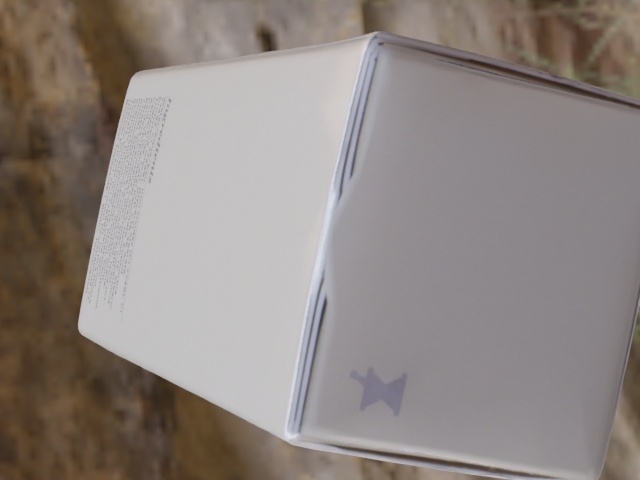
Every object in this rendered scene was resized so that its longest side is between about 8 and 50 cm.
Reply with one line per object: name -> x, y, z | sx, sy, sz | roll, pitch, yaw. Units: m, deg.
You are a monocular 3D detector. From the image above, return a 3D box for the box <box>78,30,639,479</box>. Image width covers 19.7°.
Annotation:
box -> 0.000, 0.000, 0.600 | 0.275, 0.094, 0.113 | -166, 88, -71
